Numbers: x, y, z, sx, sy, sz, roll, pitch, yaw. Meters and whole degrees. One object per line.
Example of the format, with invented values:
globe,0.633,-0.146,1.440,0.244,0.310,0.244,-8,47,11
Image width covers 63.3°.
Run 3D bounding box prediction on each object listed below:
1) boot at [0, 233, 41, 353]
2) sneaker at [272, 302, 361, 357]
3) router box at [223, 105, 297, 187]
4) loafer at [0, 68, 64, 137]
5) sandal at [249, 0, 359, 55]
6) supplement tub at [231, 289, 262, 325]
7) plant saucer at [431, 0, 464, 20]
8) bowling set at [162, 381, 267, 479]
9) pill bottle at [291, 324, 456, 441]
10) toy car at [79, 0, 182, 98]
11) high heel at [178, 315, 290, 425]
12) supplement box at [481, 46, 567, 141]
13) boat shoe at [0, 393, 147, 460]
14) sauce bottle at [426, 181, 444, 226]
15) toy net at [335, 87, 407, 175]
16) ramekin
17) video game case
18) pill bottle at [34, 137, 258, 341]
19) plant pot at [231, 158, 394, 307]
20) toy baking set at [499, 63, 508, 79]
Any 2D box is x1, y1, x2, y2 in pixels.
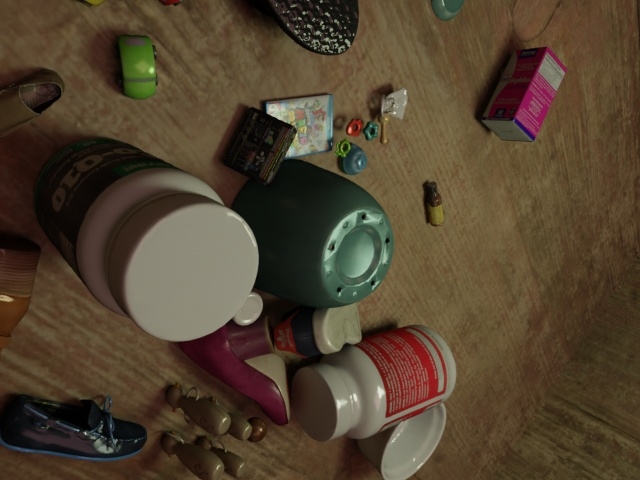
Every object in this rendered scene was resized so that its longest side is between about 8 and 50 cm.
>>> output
boot,-0.551,0.082,0.701,0.283,0.109,0.220,15,102,-51
sneaker,-0.003,0.189,1.185,0.350,0.148,0.131,17,62,-72
router box,-0.111,-0.174,0.966,0.123,0.092,0.038,-63,171,0
loafer,-0.421,-0.189,0.718,0.148,0.050,0.056,-45,131,-18
sandal,-0.107,-0.480,0.848,0.445,0.107,0.168,33,86,-31
supplement tub,-0.169,0.116,1.029,0.070,0.107,0.071,-17,117,-36
plant saucer,0.303,-0.574,1.205,0.119,0.021,0.120,-17,118,-35
bowling set,-0.229,0.431,1.115,0.199,0.154,0.287,-6,112,-60
pill bottle,0.137,0.359,1.318,0.407,0.229,0.229,-6,112,-40
toy car,-0.272,-0.316,0.765,0.238,0.053,0.225,-8,122,-21
high heel,-0.171,0.301,1.145,0.181,0.127,0.378,-10,128,0
supplement box,0.547,-0.391,1.396,0.113,0.111,0.220,29,85,-33
boat shoe,-0.414,0.326,0.910,0.258,0.109,0.089,26,87,-46
sauce bottle,0.308,-0.098,1.400,0.042,0.042,0.128,-33,125,-26
toy net,0.110,-0.259,1.159,0.122,0.045,0.232,42,77,-41
ramekin,0.236,0.563,1.553,0.277,0.135,0.278,-18,121,-34
video game case,-0.042,-0.230,1.056,0.166,0.015,0.119,-18,119,-35
pill bottle,-0.252,-0.015,0.725,0.204,0.361,0.204,-18,119,-35
plant pot,0.000,0.000,1.026,0.292,0.235,0.293,-13,112,-36
toy baking set,0.587,-0.427,1.509,0.197,0.030,0.256,-54,133,-9
